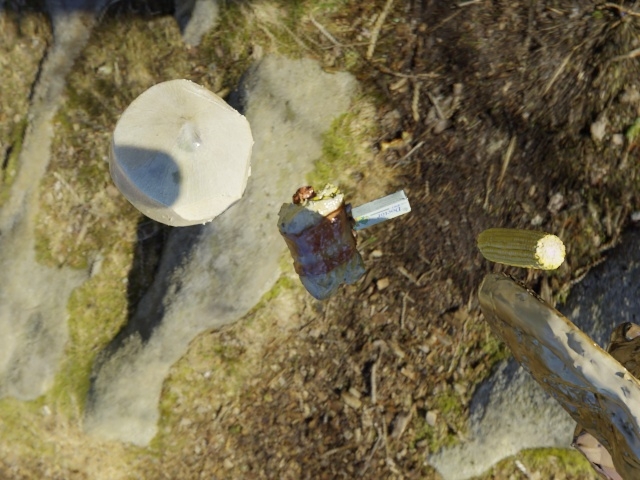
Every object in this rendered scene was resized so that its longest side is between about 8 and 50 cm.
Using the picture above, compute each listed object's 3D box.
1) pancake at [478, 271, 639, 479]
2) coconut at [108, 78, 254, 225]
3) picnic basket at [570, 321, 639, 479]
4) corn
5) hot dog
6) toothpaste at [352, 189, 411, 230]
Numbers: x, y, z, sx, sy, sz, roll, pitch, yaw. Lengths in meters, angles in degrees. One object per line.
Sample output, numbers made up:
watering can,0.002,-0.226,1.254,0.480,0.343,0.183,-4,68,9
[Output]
pancake,0.330,0.185,0.850,0.082,0.387,0.387,-43,86,0
coconut,-0.234,-0.147,1.177,0.245,0.245,0.247,62,159,-5
picnic basket,0.598,0.267,1.141,0.293,0.337,0.337,43,119,3
corn,0.417,0.014,1.447,0.081,0.248,0.081,-1,94,-18
hot dog,0.000,0.000,1.232,0.103,0.146,0.213,31,139,57
toothpaste,0.123,-0.066,1.574,0.164,0.034,0.046,-20,137,4
